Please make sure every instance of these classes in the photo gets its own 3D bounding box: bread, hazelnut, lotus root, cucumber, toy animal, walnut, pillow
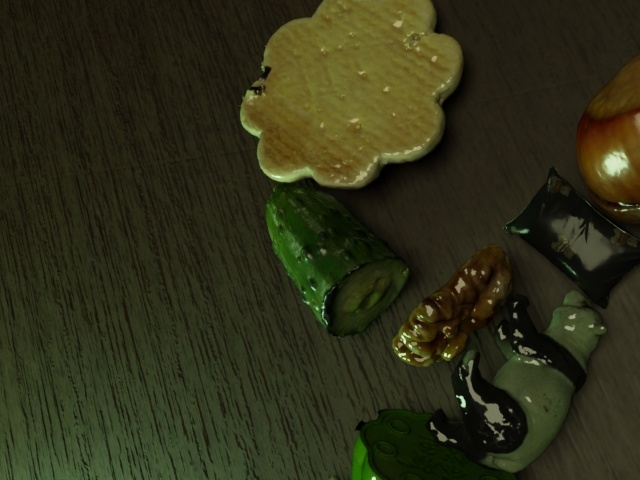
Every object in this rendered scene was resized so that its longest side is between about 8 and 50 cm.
[{"bbox_3d":[0.038,-0.204,0.954,0.315,0.054,0.316,-8,68,20],"label":"bread"},{"bbox_3d":[0.359,-0.105,0.744,0.182,0.182,0.182,-5,78,24],"label":"hazelnut"},{"bbox_3d":[0.106,0.305,0.794,0.186,0.186,0.186,-5,78,24],"label":"lotus root"},{"bbox_3d":[-0.002,-0.001,0.921,0.134,0.134,0.244,-47,52,10],"label":"cucumber"},{"bbox_3d":[0.223,0.146,0.779,0.121,0.094,0.225,33,67,22],"label":"toy animal"},{"bbox_3d":[0.157,0.080,0.811,0.069,0.143,0.170,45,101,17],"label":"walnut"},{"bbox_3d":[0.291,-0.002,0.814,0.090,0.048,0.150,-47,67,7],"label":"pillow"}]

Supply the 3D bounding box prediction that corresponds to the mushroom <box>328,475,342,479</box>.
[{"bbox_3d":[0.050,0.379,0.847,0.054,0.059,0.202,-26,69,1],"label":"mushroom"}]
